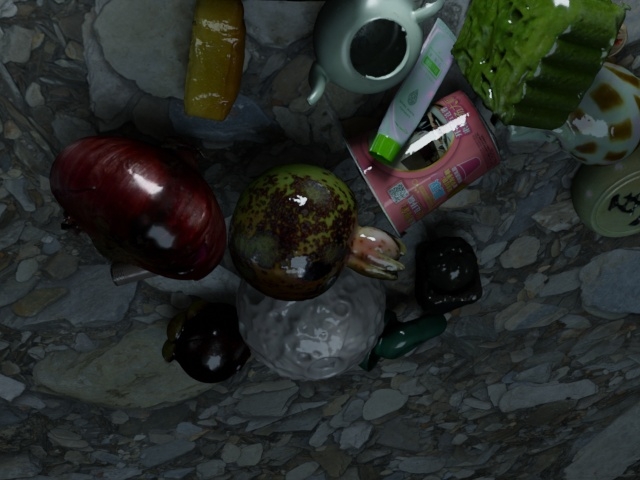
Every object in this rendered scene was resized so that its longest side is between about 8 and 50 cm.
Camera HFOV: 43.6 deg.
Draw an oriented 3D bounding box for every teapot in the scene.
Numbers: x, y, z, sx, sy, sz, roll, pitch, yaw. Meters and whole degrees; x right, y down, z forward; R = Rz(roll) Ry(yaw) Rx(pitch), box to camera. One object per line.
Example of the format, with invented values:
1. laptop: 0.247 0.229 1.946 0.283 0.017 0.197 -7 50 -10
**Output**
1. teapot: 0.085 -0.341 1.357 0.294 0.129 0.193 -35 124 7

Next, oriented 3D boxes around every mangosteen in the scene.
1. mangosteen: -0.260 0.237 1.896 0.210 0.209 0.209 -7 138 -7

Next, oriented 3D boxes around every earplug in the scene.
1. earplug: 0.167 0.221 2.020 0.280 0.257 0.163 19 138 11

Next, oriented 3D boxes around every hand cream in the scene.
1. hand cream: 0.173 -0.264 1.452 0.275 0.050 0.079 -60 158 -7

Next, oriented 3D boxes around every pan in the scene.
1. pan: 0.045 -0.355 1.434 0.115 0.023 0.068 16 131 -30

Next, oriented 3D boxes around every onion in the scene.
1. onion: -0.314 -0.084 1.481 0.348 0.285 0.347 27 161 10

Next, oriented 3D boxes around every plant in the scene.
1. plant: 0.299 0.084 1.893 0.142 0.164 0.256 -4 153 -5

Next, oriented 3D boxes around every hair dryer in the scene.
1. hair dryer: -0.377 -0.008 1.701 0.195 0.053 0.220 -15 132 0

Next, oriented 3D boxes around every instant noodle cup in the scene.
1. instant noodle cup: 0.204 -0.162 1.558 0.255 0.243 0.244 -28 137 6

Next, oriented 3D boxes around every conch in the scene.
1. conch: 0.510 -0.253 1.550 0.368 0.249 0.197 9 102 -42

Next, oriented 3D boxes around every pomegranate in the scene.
1. pomegranate: 0.000 0.000 1.525 0.341 0.285 0.285 18 135 1

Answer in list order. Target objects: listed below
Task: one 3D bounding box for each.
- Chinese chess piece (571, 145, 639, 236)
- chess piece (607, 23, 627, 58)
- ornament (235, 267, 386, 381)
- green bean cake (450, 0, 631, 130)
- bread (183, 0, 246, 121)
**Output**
1. Chinese chess piece: 0.699 -0.117 1.813 0.251 0.101 0.250 -8 139 -7
2. chess piece: 0.540 -0.385 1.520 0.084 0.038 0.083 -7 137 -7
3. ornament: -0.018 0.155 1.770 0.337 0.337 0.337 -7 138 -7
4. green bean cake: 0.356 -0.343 1.354 0.157 0.249 0.246 7 132 -22
5. bread: -0.180 -0.313 1.369 0.095 0.102 0.245 5 134 -10
